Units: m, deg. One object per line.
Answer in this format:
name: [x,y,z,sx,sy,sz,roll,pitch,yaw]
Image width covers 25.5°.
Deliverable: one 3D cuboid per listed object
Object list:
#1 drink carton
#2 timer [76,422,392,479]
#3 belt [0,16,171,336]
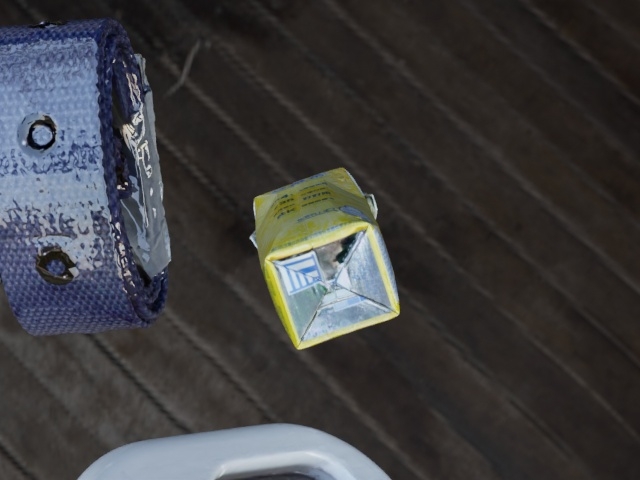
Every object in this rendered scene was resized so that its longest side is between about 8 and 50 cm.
drink carton: [0.000,0.000,0.889,0.084,0.200,0.074,-21,107,0]
timer: [-0.022,0.225,0.756,0.237,0.087,0.262,0,50,-43]
belt: [-0.187,-0.043,1.020,0.126,0.230,0.139,-5,17,9]
